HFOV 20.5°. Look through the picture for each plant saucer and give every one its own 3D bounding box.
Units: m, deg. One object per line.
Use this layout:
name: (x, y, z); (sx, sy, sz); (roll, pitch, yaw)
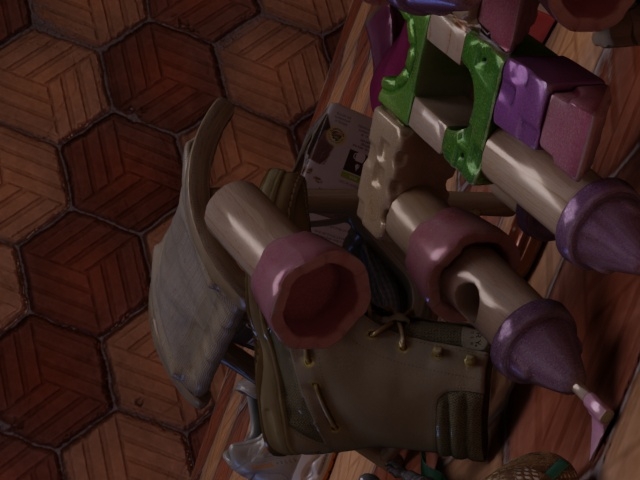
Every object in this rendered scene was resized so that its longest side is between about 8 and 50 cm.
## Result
plant saucer: (0.153, -0.001, 1.319); (0.083, 0.013, 0.083); (-160, 90, -84)

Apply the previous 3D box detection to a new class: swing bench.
swing bench: (-0.012, 0.045, 1.395); (0.253, 0.254, 0.165); (116, 170, -65)

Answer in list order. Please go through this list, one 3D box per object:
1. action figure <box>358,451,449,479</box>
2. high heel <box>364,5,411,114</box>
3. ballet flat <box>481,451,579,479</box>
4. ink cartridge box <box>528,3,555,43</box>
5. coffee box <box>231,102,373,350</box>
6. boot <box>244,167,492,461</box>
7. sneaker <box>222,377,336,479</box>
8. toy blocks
action figure: (0.061, 0.204, 1.236); (0.137, 0.063, 0.232); (-67, 9, -10)
high heel: (0.159, -0.233, 1.847); (0.377, 0.127, 0.181); (129, 133, -59)
ballet flat: (0.095, 0.191, 1.009); (0.067, 0.073, 0.206); (-37, -16, -43)
ink cartridge box: (0.156, -0.179, 1.657); (0.115, 0.067, 0.198); (-76, 9, -47)
coffee box: (0.000, 0.000, 2.186); (0.168, 0.119, 0.297); (138, 153, -76)
boot: (0.037, 0.052, 1.191); (0.077, 0.165, 0.213); (-57, -34, -62)
sneaker: (-0.020, 0.141, 1.867); (0.099, 0.121, 0.262); (143, 147, -78)
toy blocks: (0.132, -0.065, 1.019); (0.260, 0.309, 0.288); (45, 132, 48)
